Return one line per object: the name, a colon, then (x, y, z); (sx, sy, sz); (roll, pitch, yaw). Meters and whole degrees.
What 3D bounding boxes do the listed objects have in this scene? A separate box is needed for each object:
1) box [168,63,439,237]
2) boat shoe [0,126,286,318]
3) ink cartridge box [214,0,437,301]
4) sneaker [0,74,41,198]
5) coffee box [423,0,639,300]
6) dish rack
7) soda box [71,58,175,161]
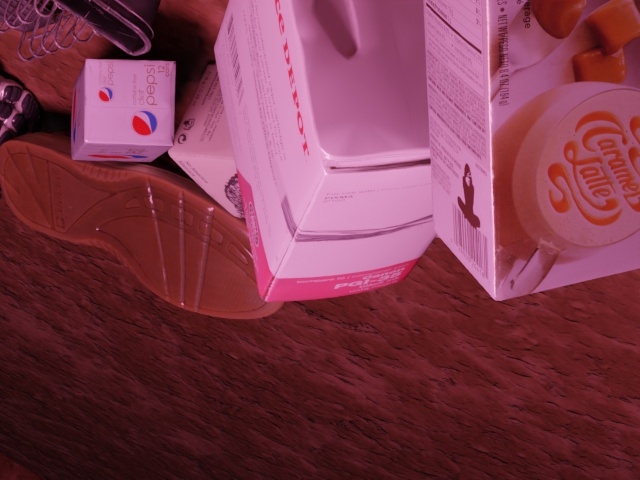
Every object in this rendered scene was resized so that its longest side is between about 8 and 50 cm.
box: (0.020, -0.072, 1.500); (0.275, 0.094, 0.113); (6, 154, 41)
boat shoe: (-0.141, -0.033, 1.728); (0.342, 0.123, 0.123); (20, 123, 33)
ink cartridge box: (0.015, -0.098, 1.247); (0.117, 0.207, 0.283); (-7, 164, -12)
sneaker: (-0.350, -0.140, 1.770); (0.110, 0.107, 0.275); (29, 158, 32)
coffee box: (0.138, -0.107, 1.031); (0.098, 0.141, 0.247); (-126, 28, -57)
dish rack: (-0.259, -0.215, 1.480); (0.208, 0.074, 0.271); (36, 157, -28)
soda box: (-0.166, -0.105, 1.556); (0.073, 0.069, 0.216); (1, 178, -10)
